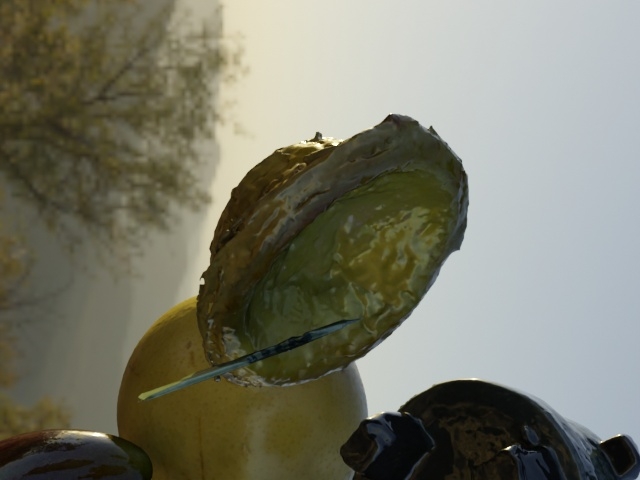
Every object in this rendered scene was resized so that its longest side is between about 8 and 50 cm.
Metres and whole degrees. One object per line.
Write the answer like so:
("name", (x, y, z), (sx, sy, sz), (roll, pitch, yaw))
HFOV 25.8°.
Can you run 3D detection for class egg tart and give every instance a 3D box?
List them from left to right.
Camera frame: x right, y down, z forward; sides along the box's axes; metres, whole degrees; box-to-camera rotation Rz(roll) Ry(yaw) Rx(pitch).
("egg tart", (0.000, 0.000, 1.304), (0.120, 0.315, 0.315), (47, -30, 33))

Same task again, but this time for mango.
("mango", (-0.327, 0.279, 1.651), (0.133, 0.267, 0.111), (-41, -120, 56))

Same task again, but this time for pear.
("pear", (-0.101, 0.232, 1.855), (0.348, 0.348, 0.349), (179, -90, -86))

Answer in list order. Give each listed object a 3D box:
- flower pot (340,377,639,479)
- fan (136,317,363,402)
("flower pot", (0.182, 0.292, 1.424), (0.282, 0.299, 0.299), (23, 59, -51))
("fan", (-0.063, 0.099, 1.159), (0.131, 0.240, 0.009), (-22, -93, 48))
